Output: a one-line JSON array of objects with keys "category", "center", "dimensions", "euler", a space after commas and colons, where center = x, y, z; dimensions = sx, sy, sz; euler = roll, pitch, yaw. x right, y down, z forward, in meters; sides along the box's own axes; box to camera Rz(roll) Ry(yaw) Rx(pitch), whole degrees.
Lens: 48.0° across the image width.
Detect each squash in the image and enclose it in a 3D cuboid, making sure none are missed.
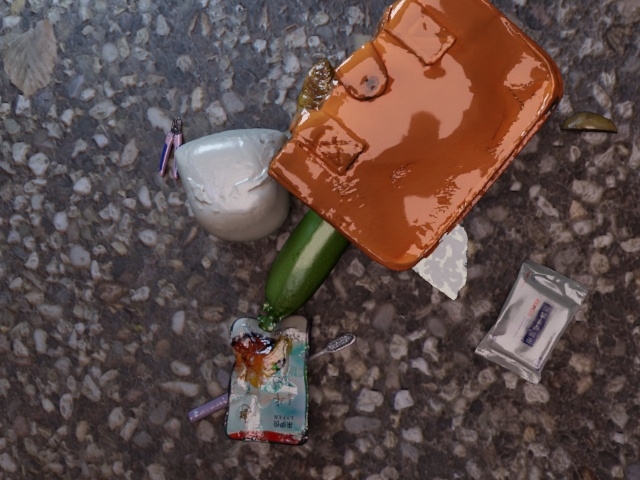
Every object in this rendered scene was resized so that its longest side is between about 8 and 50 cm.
[{"category": "squash", "center": [0.000, 0.000, 1.261], "dimensions": [0.101, 0.101, 0.379], "euler": [36, 99, 5]}]

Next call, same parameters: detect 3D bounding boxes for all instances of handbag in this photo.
[{"category": "handbag", "center": [0.144, -0.182, 1.122], "dimensions": [0.303, 0.116, 0.410], "euler": [39, 98, -9]}]

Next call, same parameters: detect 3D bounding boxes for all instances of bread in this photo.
[{"category": "bread", "center": [0.005, -0.197, 1.262], "dimensions": [0.104, 0.076, 0.233], "euler": [10, 101, 20]}]

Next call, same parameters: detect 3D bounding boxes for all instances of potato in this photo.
[{"category": "potato", "center": [0.457, -0.202, 1.214], "dimensions": [0.093, 0.037, 0.036], "euler": [5, 89, 9]}]

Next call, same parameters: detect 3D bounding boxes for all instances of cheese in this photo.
[{"category": "cheese", "center": [-0.143, -0.090, 1.249], "dimensions": [0.198, 0.154, 0.189], "euler": [-10, 80, 5]}]

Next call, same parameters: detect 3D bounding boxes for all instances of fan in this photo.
[{"category": "fan", "center": [0.186, -0.004, 1.277], "dimensions": [0.131, 0.009, 0.240], "euler": [-35, 87, 8]}]

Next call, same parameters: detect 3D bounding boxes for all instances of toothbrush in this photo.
[{"category": "toothbrush", "center": [-0.094, 0.253, 1.322], "dimensions": [0.354, 0.029, 0.024], "euler": [-28, 72, 9]}]

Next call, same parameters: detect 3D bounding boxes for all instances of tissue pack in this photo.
[{"category": "tissue pack", "center": [0.366, 0.140, 1.248], "dimensions": [0.122, 0.026, 0.193], "euler": [27, 97, 6]}]

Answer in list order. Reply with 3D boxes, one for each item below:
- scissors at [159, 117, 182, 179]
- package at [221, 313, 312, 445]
[{"category": "scissors", "center": [-0.275, -0.172, 1.337], "dimensions": [0.039, 0.012, 0.113], "euler": [9, 94, 8]}, {"category": "package", "center": [-0.095, 0.246, 1.292], "dimensions": [0.166, 0.040, 0.232], "euler": [1, 80, 19]}]
